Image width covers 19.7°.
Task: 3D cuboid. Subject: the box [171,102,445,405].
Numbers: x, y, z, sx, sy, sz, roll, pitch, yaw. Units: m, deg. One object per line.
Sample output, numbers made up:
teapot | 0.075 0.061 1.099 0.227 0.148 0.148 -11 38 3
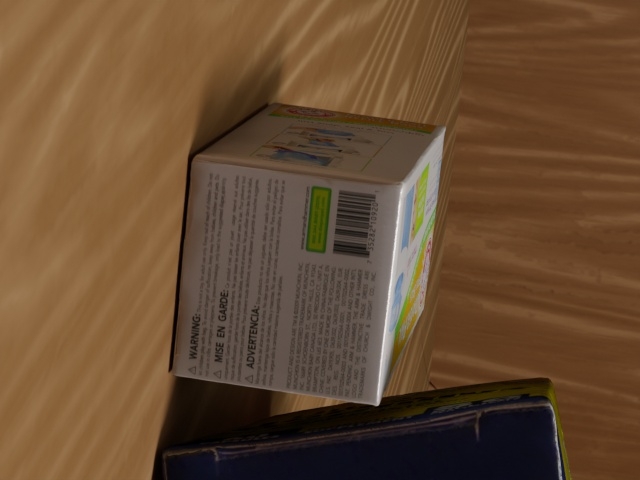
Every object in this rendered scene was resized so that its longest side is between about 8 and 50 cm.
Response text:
box | 0.000 0.000 0.960 0.203 0.103 0.114 -52 149 -75

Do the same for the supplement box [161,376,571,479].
supplement box | 0.051 0.187 1.035 0.356 0.194 0.195 23 58 -82
